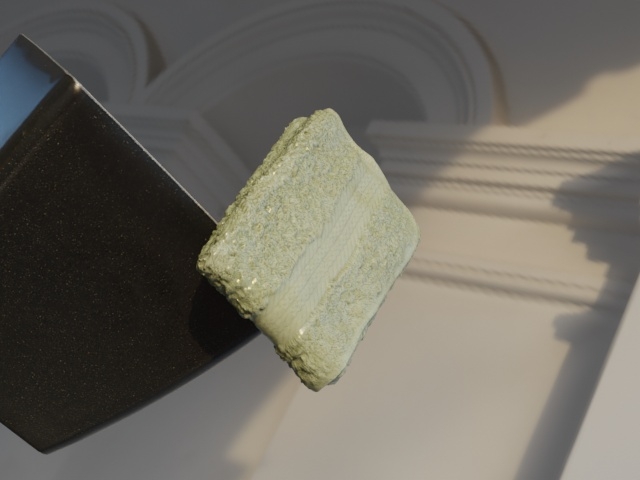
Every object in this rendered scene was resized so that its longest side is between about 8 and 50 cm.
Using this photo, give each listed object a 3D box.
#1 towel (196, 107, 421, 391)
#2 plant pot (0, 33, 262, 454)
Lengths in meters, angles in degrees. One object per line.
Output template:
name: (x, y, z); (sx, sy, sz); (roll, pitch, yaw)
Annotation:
towel: (0.000, 0.000, 0.581); (0.110, 0.148, 0.027); (48, -43, -14)
plant pot: (-0.159, 0.009, 0.630); (0.187, 0.167, 0.188); (48, -4, -29)
